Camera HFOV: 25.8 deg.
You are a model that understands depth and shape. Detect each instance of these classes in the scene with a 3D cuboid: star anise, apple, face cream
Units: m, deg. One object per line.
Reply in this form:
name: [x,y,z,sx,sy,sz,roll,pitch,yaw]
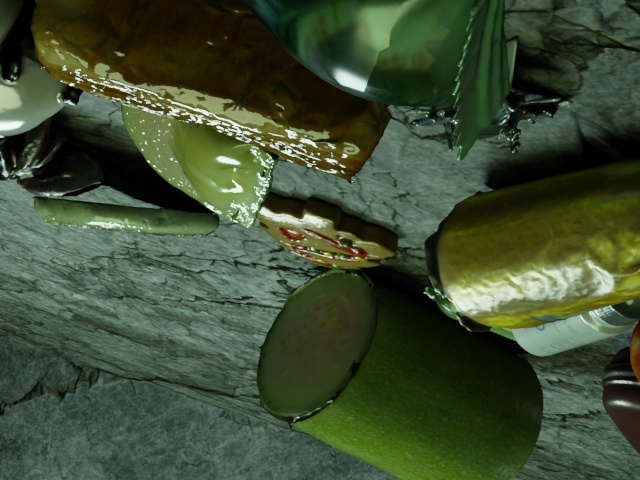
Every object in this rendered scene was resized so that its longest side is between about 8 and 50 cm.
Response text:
star anise: [-0.406,-0.117,1.863,0.283,0.129,0.212,17,172,-25]
apple: [-0.120,-0.124,1.523,0.193,0.120,0.265,32,161,2]
face cream: [0.333,0.081,1.725,0.092,0.092,0.311,22,165,-10]

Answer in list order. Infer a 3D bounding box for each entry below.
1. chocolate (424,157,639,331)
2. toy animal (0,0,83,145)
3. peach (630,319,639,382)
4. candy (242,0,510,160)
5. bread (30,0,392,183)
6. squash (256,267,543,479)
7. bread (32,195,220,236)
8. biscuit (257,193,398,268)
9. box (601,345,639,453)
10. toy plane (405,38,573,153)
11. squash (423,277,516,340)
chocolate: [0.284,-0.002,1.389,0.162,0.162,0.445,26,161,-23]
toy animal: [-0.353,-0.216,1.379,0.187,0.165,0.235,-25,142,29]
peach: [0.465,0.145,1.735,0.151,0.151,0.118,19,177,1]
candy: [-0.029,-0.229,1.006,0.398,0.172,0.263,27,163,17]
bread: [-0.090,-0.176,1.262,0.344,0.148,0.195,19,175,-4]
squash: [0.125,0.222,2.127,0.384,0.263,0.263,30,161,-32]
bread: [-0.275,-0.032,1.977,0.267,0.040,0.267,6,180,0]
biscuit: [0.000,0.000,1.926,0.212,0.041,0.238,16,163,5]
box: [0.553,0.258,2.028,0.263,0.108,0.404,10,162,26]
toy plane: [0.146,-0.115,1.320,0.160,0.082,0.234,-5,170,-16]
squash: [0.246,0.095,1.907,0.219,0.068,0.077,20,169,-3]
